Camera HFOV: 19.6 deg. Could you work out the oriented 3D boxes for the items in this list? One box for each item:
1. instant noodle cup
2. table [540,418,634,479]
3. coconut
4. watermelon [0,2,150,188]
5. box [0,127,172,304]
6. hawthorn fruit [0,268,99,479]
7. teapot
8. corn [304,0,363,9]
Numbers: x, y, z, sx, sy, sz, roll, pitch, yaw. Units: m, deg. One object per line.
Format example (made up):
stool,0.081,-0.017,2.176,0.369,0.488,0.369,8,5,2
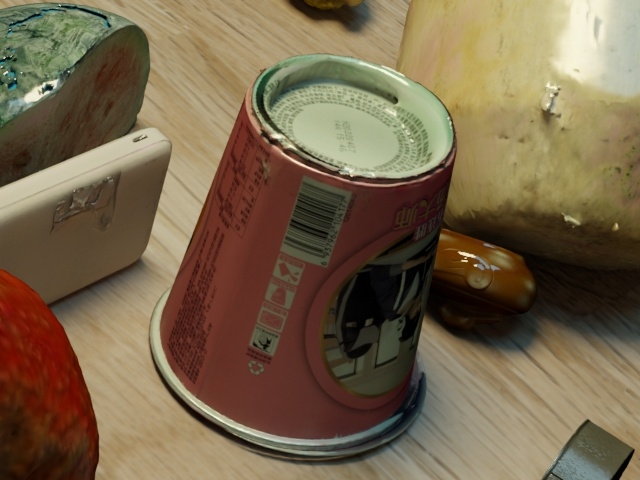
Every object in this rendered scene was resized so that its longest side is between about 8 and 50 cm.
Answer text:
instant noodle cup,0.000,0.000,1.455,0.244,0.255,0.244,10,37,-8
table,0.181,0.200,1.376,0.043,0.133,0.133,31,41,14
coconut,0.231,-0.149,1.678,0.353,0.352,0.352,10,40,-8
watermelon,-0.279,-0.131,1.560,0.175,0.188,0.322,28,35,7
box,-0.234,0.008,1.447,0.044,0.142,0.285,40,44,25
hawthorn fruit,-0.316,0.104,1.216,0.287,0.287,0.330,-21,45,-37
teapot,0.122,0.037,1.602,0.129,0.078,0.098,19,-2,18
corn,-0.023,-0.328,1.956,0.097,0.097,0.261,-10,45,-29
